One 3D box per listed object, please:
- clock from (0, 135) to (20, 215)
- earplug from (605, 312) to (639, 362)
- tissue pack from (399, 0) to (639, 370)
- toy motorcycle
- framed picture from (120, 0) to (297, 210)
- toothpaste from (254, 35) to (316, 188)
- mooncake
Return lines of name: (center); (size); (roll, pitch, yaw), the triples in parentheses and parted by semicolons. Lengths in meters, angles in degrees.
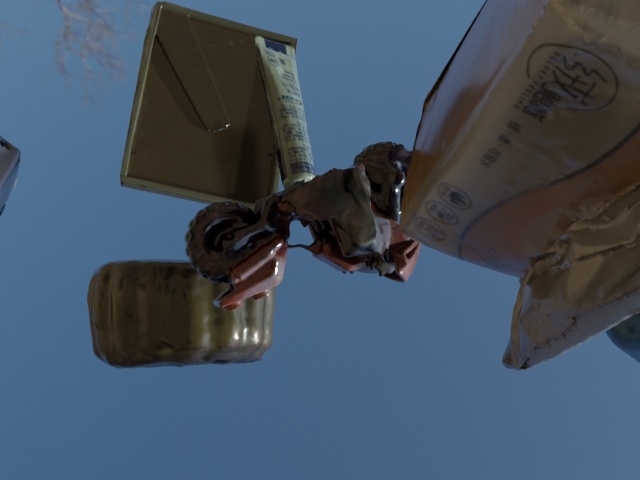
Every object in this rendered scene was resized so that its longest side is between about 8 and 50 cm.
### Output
clock: (-0.325, -0.045, 0.544); (0.253, 0.083, 0.186); (19, -149, -13)
earplug: (0.511, 0.140, 1.320); (0.132, 0.273, 0.132); (-29, -132, 37)
tissue pack: (0.182, -0.048, 0.565); (0.239, 0.305, 0.238); (4, -110, -10)
toy motorcycle: (0.000, 0.000, 0.737); (0.213, 0.118, 0.084); (-21, -172, -18)
framed picture: (-0.129, -0.162, 1.087); (0.189, 0.023, 0.260); (11, -116, -13)
toothpaste: (-0.034, -0.126, 0.985); (0.037, 0.062, 0.216); (-26, -114, 37)
mooncake: (-0.209, 0.114, 1.385); (0.290, 0.290, 0.161); (-3, -96, 19)
